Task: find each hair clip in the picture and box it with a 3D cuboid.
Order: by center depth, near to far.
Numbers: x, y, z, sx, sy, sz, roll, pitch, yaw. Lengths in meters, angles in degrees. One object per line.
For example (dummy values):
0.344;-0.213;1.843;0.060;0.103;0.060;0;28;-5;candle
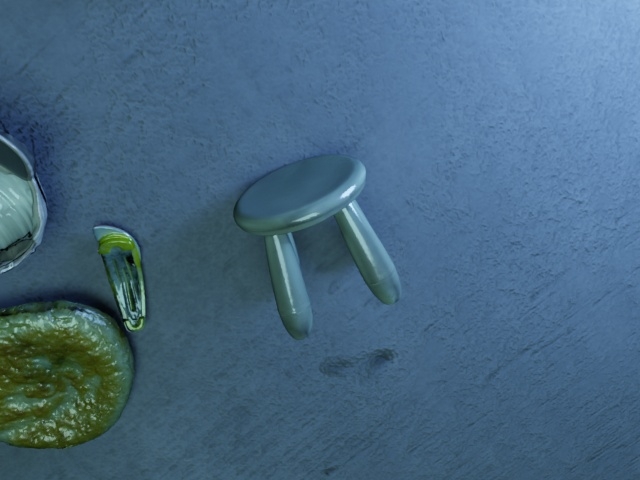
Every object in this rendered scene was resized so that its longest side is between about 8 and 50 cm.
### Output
-0.311;0.060;0.806;0.060;0.033;0.189;-8;111;-8;hair clip

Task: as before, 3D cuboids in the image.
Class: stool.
0.000;0.000;0.741;0.195;0.195;0.199;-23;117;2;stool

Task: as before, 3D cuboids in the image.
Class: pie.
-0.465;0.228;0.838;0.322;0.071;0.323;-4;117;-8;pie

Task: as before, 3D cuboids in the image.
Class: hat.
-0.476;-0.061;0.626;0.232;0.161;0.275;-45;155;-14;hat
